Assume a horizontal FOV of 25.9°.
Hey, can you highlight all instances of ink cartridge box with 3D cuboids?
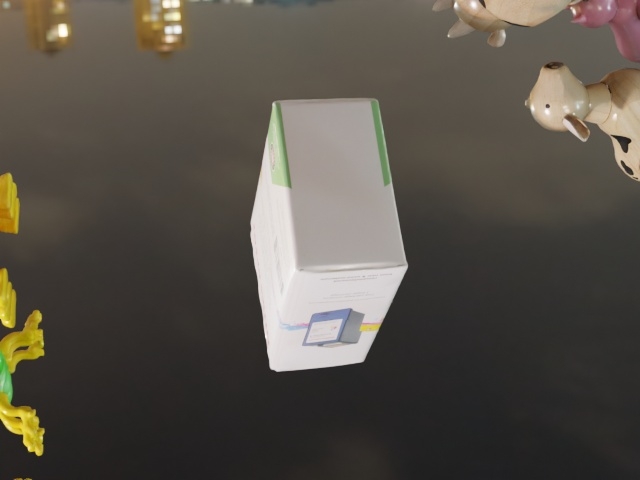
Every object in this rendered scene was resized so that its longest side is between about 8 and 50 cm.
[{"bbox_3d":[0.000,0.000,1.164,0.093,0.154,0.212,-3,154,-12],"label":"ink cartridge box"}]

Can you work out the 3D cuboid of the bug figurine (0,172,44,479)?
[{"bbox_3d":[-0.213,0.110,0.818,0.072,0.279,0.216,-3,149,-2],"label":"bug figurine"}]

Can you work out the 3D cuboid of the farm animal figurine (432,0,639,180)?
[{"bbox_3d":[0.183,-0.197,1.110,0.172,0.330,0.327,-34,167,10],"label":"farm animal figurine"}]
